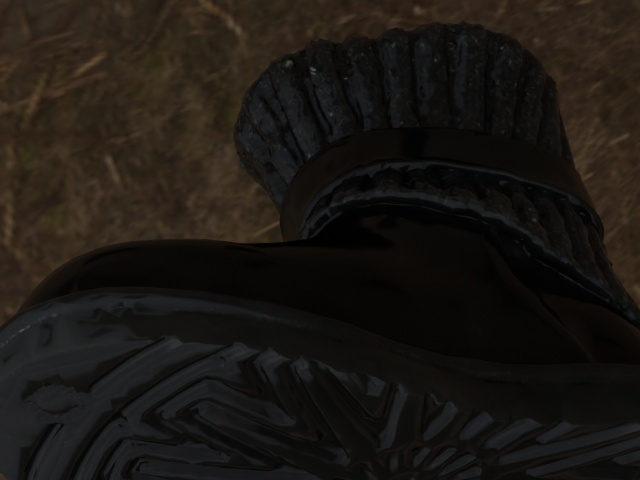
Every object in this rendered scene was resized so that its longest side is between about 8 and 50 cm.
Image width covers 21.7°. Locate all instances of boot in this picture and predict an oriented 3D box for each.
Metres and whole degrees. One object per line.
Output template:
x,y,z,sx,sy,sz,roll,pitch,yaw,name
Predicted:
-0.001,0.003,0.734,0.131,0.348,0.260,-49,44,34,boot
